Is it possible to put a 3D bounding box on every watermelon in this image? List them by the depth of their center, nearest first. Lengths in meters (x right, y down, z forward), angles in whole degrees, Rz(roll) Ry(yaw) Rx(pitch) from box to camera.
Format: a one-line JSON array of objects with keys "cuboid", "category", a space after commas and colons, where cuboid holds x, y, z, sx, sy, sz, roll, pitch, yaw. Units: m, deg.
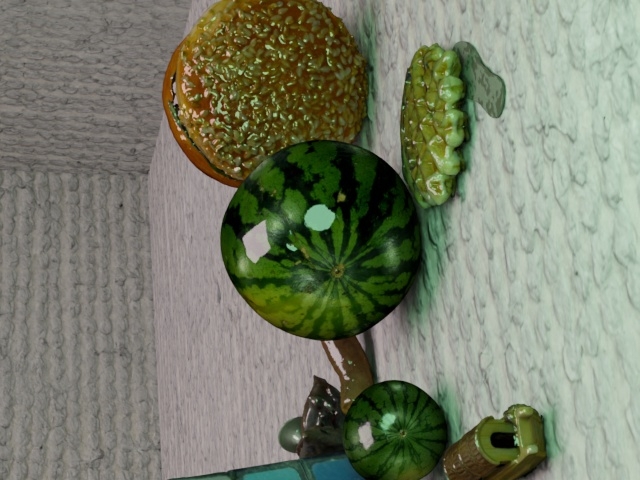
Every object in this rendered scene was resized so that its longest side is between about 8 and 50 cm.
[{"cuboid": [0.093, 0.260, 1.742, 0.187, 0.140, 0.141, 125, 144, -73], "category": "watermelon"}, {"cuboid": [0.000, 0.000, 1.838, 0.285, 0.285, 0.285, -178, 90, -74], "category": "watermelon"}]

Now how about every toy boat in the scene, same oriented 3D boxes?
[{"cuboid": [0.190, 0.247, 1.491, 0.226, 0.088, 0.068, 124, 145, -60], "category": "toy boat"}]

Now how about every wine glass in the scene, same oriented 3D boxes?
[{"cuboid": [-0.017, 0.380, 2.231, 0.195, 0.079, 0.079, -119, 34, -64], "category": "wine glass"}]

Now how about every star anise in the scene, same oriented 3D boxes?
[{"cuboid": [0.022, 0.334, 2.035, 0.257, 0.110, 0.198, -107, 2, -80], "category": "star anise"}]

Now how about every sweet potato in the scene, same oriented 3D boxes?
[{"cuboid": [0.019, 0.103, 2.105, 0.109, 0.109, 0.385, 109, 154, -46], "category": "sweet potato"}]

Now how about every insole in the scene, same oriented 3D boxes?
[{"cuboid": [0.199, -0.207, 1.667, 0.193, 0.006, 0.065, -119, 35, -61], "category": "insole"}]

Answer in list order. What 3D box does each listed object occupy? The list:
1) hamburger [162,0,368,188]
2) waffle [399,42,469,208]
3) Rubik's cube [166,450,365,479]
[{"cuboid": [-0.090, -0.243, 2.135, 0.250, 0.330, 0.330, 155, 116, -73], "category": "hamburger"}, {"cuboid": [0.145, -0.153, 1.756, 0.204, 0.054, 0.223, -142, 53, -72], "category": "waffle"}, {"cuboid": [-0.079, 0.532, 1.769, 0.362, 0.363, 0.359, -58, 44, 40], "category": "Rubik's cube"}]
